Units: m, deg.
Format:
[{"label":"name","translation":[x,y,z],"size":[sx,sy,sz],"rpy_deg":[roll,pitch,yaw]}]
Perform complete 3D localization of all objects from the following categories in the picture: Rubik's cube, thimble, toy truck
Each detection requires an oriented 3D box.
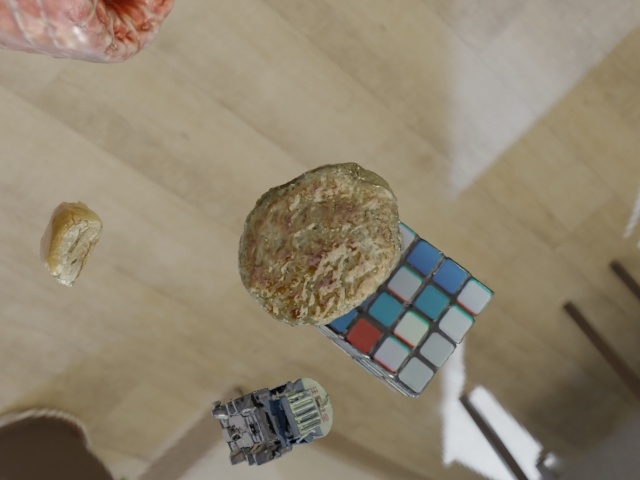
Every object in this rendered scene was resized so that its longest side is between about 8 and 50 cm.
[{"label":"Rubik's cube","translation":[0.092,0.081,1.535],"size":[0.155,0.151,0.154],"rpy_deg":[-51,-177,-8]},{"label":"thimble","translation":[-0.241,-0.290,1.201],"size":[0.162,0.239,0.239],"rpy_deg":[6,144,23]},{"label":"toy truck","translation":[-0.049,0.179,1.307],"size":[0.088,0.074,0.202],"rpy_deg":[-21,176,-20]}]

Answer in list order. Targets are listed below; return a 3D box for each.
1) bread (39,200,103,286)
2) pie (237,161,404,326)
[{"label":"bread","translation":[-0.393,0.002,2.002],"size":[0.082,0.106,0.125],"rpy_deg":[26,91,-11]},{"label":"pie","translation":[0.000,0.000,1.405],"size":[0.193,0.079,0.163],"rpy_deg":[-37,111,0]}]
